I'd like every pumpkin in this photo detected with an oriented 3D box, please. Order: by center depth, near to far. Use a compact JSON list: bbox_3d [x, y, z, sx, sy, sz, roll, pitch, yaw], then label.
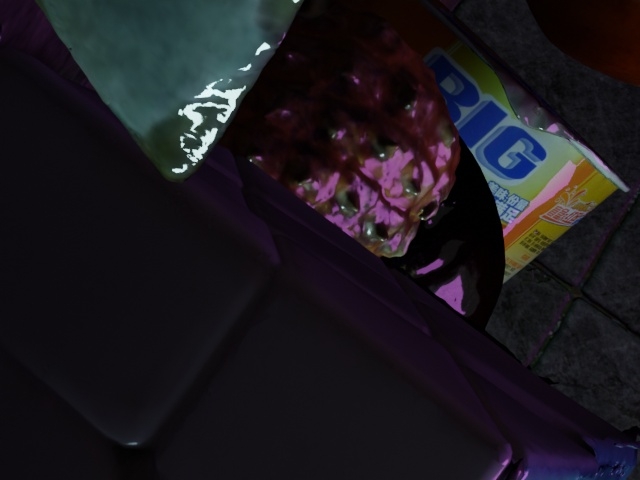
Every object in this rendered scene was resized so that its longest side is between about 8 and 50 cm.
[{"bbox_3d":[0.000,0.000,0.979,0.163,0.233,0.233,-31,160,-51],"label":"pumpkin"}]

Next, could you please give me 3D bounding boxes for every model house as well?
[{"bbox_3d":[-0.007,-0.127,0.382,0.152,0.106,0.165,-51,180,-45],"label":"model house"}]

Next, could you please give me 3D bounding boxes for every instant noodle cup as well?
[{"bbox_3d":[0.071,-0.063,1.260,0.214,0.296,0.296,-48,180,10],"label":"instant noodle cup"}]

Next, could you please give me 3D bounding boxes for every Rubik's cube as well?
[{"bbox_3d":[-0.052,0.094,0.557,0.224,0.221,0.231,-55,159,6],"label":"Rubik's cube"}]

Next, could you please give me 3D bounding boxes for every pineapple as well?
[{"bbox_3d":[-0.066,0.000,0.768,0.279,0.158,0.158,-39,172,-23],"label":"pineapple"}]

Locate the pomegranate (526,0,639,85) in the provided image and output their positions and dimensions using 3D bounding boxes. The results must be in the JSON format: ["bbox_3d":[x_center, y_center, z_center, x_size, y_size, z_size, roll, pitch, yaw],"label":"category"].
[{"bbox_3d":[0.333,-0.323,1.330,0.416,0.417,0.416,-55,178,-3],"label":"pomegranate"}]
